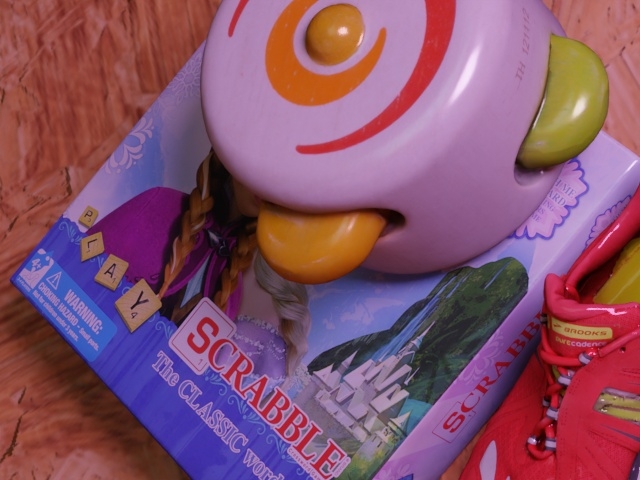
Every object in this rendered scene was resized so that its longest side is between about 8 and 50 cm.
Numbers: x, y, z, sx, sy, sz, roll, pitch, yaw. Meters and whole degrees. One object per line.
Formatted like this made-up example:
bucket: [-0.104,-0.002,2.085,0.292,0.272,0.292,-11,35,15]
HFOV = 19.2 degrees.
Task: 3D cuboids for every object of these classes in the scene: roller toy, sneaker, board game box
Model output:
roller toy: [0.034,-0.088,1.065,0.209,0.146,0.191,-38,55,12]
sneaker: [0.143,0.066,1.034,0.107,0.118,0.279,30,86,39]
board game box: [0.000,0.000,1.180,0.318,0.066,0.319,-51,54,3]
